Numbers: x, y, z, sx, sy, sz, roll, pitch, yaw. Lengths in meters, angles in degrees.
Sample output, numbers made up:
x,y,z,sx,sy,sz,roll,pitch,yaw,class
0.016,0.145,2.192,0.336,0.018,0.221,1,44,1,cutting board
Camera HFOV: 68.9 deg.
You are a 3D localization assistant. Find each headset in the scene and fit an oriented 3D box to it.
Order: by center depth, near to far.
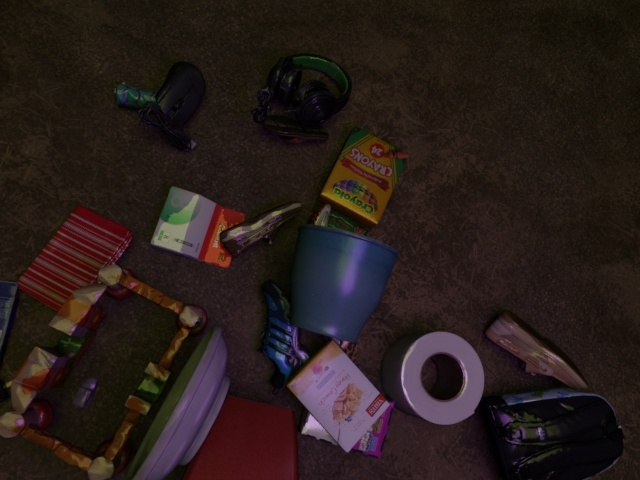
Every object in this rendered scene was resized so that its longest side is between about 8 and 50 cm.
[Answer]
x,y,z,sx,sy,sz,roll,pitch,yaw,class
-0.062,-0.472,1.428,0.243,0.185,0.394,39,57,11,headset

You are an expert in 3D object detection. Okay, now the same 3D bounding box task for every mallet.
x,y,z,sx,sy,sz,roll,pitch,yaw,class
-0.737,0.349,1.178,0.190,0.039,0.062,-20,81,-20,mallet

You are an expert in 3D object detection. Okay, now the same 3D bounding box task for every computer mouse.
x,y,z,sx,sy,sz,roll,pitch,yaw,class
-0.405,-0.419,1.379,0.188,0.072,0.272,39,57,-44,computer mouse

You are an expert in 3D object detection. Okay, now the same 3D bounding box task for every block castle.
x,y,z,sx,sy,sz,roll,pitch,yaw,class
-0.510,0.308,1.143,0.303,0.213,0.453,29,71,-5,block castle

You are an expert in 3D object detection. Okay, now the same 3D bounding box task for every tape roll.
x,y,z,sx,sy,sz,roll,pitch,yaw,class
0.312,0.385,1.328,0.246,0.169,0.246,3,77,-12,tape roll

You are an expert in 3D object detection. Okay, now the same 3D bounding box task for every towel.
x,y,z,sx,sy,sz,roll,pitch,yaw,class
-0.655,0.049,1.245,0.199,0.031,0.274,26,72,12,towel

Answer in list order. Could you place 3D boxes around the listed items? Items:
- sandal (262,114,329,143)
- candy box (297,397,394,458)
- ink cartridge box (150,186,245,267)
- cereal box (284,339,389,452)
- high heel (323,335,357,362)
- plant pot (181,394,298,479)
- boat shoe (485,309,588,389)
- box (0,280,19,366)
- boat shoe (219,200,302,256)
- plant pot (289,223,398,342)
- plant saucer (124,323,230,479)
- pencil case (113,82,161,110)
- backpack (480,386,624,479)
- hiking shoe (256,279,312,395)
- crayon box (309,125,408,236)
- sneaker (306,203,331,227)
x,y,z,sx,sy,sz,roll,pitch,yaw,class
-0.080,-0.341,1.474,0.219,0.060,0.090,3,48,-27,sandal
0.071,0.489,1.301,0.233,0.071,0.159,21,74,-7,candy box
-0.349,-0.036,1.346,0.225,0.056,0.181,17,74,-6,ink cartridge box
0.046,0.411,1.245,0.173,0.047,0.240,-43,92,-17,cereal box
0.115,0.223,1.375,0.261,0.093,0.186,-36,96,-18,high heel
-0.188,0.527,1.152,0.267,0.267,0.235,16,62,-8,plant pot
0.671,0.358,1.455,0.341,0.121,0.110,39,109,2,boat shoe
-0.860,0.211,1.181,0.137,0.036,0.225,10,76,-10,box
-0.163,-0.031,1.374,0.258,0.095,0.095,-25,99,-12,boat shoe
0.040,0.121,1.215,0.272,0.271,0.255,16,82,-8,plant pot
-0.304,0.391,1.074,0.101,0.400,0.400,31,72,-10,plant saucer
-0.530,-0.427,1.391,0.152,0.064,0.070,5,102,-12,pencil case
0.670,0.551,1.343,0.356,0.273,0.290,-16,78,6,backpack
-0.120,0.260,1.292,0.132,0.113,0.304,-18,81,-17,hiking shoe
0.123,-0.176,1.467,0.202,0.081,0.318,27,73,-6,crayon box
0.000,0.000,1.397,0.093,0.088,0.225,11,91,-17,sneaker
